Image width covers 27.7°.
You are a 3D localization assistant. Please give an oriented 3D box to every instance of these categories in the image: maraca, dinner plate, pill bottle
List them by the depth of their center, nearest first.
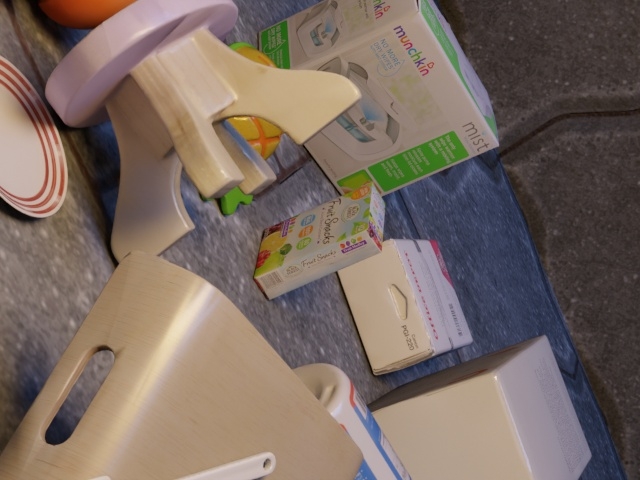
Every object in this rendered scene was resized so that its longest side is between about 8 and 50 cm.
[{"bbox_3d":[-0.246,-0.082,1.016,0.141,0.017,0.141,53,23,-35],"label":"dinner plate"},{"bbox_3d":[0.020,0.235,1.231,0.221,0.124,0.124,60,20,-24],"label":"pill bottle"},{"bbox_3d":[-0.090,-0.121,1.384,0.127,0.099,0.186,33,64,-51],"label":"maraca"}]

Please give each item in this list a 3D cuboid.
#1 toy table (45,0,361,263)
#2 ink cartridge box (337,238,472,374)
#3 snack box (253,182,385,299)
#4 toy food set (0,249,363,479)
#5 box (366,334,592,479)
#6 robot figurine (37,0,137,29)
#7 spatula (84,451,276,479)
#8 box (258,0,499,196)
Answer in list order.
[{"bbox_3d":[-0.109,-0.109,1.111,0.161,0.252,0.274,53,19,1],"label":"toy table"},{"bbox_3d":[0.114,0.085,1.720,0.159,0.092,0.218,70,17,7],"label":"ink cartridge box"},{"bbox_3d":[0.000,0.000,1.415,0.037,0.141,0.100,57,21,-27],"label":"snack box"},{"bbox_3d":[-0.097,0.184,0.936,0.306,0.092,0.220,53,56,-43],"label":"toy food set"},{"bbox_3d":[0.165,0.237,1.489,0.168,0.215,0.345,70,19,5],"label":"box"},{"bbox_3d":[-0.220,-0.281,1.139,0.219,0.128,0.158,60,-5,-22],"label":"robot figurine"},{"bbox_3d":[-0.112,0.227,0.840,0.242,0.019,0.168,-4,94,-52],"label":"spatula"},{"bbox_3d":[0.079,-0.204,1.732,0.262,0.231,0.127,52,23,-41],"label":"box"}]
